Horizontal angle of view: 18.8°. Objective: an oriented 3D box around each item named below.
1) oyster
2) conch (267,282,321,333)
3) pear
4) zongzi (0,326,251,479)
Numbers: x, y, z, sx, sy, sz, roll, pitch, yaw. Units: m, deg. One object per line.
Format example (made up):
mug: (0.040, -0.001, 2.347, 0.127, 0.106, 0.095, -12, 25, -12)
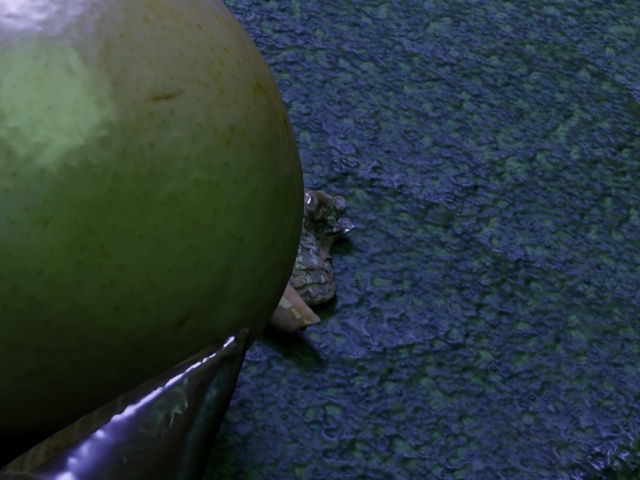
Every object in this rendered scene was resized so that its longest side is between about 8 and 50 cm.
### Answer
oyster: (0.000, 0.000, 1.268, 0.081, 0.038, 0.083, -14, 50, -28)
conch: (-0.124, -0.056, 1.252, 0.330, 0.093, 0.109, 39, 43, 21)
pear: (-0.161, -0.037, 1.072, 0.309, 0.309, 0.309, 7, 45, -7)
zongzi: (-0.102, 0.286, 0.779, 0.432, 0.208, 0.403, -36, 64, -9)
